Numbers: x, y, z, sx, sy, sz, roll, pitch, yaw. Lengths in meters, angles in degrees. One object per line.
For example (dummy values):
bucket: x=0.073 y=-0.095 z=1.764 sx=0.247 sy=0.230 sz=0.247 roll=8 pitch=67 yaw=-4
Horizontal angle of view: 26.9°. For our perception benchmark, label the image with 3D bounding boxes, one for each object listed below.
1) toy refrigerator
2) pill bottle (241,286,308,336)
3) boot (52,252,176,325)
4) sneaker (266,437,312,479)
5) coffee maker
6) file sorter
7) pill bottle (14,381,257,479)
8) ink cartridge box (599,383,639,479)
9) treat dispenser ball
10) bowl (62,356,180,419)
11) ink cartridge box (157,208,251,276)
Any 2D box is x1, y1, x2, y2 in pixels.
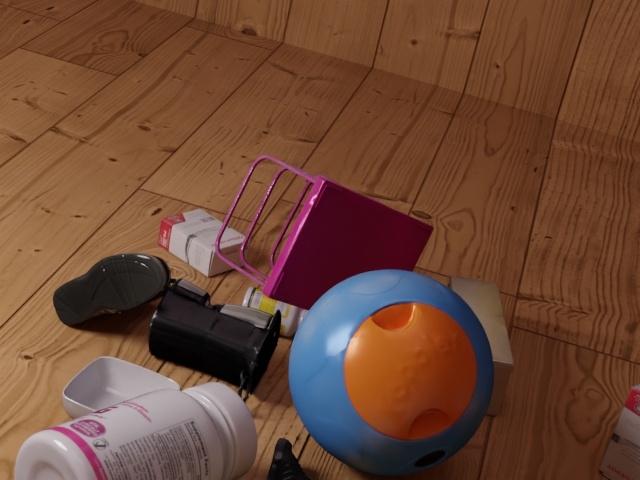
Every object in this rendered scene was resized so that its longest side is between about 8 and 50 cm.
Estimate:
toy refrigerator: x=0.255 y=0.169 z=2.205 sx=0.094 sy=0.102 sz=0.269 roll=12 pitch=25 yaw=-4
pill bottle: x=-0.069 y=0.121 z=2.189 sx=0.116 sy=0.065 sz=0.065 roll=16 pitch=26 yaw=5
boot: x=-0.282 y=0.060 z=2.084 sx=0.236 sy=0.085 sz=0.178 roll=-21 pitch=-3 yaw=37
sneaker: x=-0.031 y=0.335 z=1.792 sx=0.089 sy=0.051 sz=0.170 roll=14 pitch=30 yaw=1
coffee maker: x=-0.167 y=0.150 z=2.019 sx=0.178 sy=0.120 sz=0.171 roll=17 pitch=26 yaw=10
file sorter: x=0.000 y=0.000 z=2.214 sx=0.291 sy=0.202 sz=0.182 roll=21 pitch=7 yaw=-47
pill bottle: x=-0.224 y=0.278 z=1.682 sx=0.160 sy=0.160 sz=0.283 roll=32 pitch=30 yaw=33
ink cartridge box: x=0.496 y=0.302 z=1.994 sx=0.109 sy=0.150 sz=0.063 roll=32 pitch=27 yaw=34
treat dispenser ball: x=0.099 y=0.185 z=1.881 sx=0.288 sy=0.288 sz=0.288 roll=11 pitch=26 yaw=-5
bowl: x=-0.280 y=0.229 z=1.879 sx=0.142 sy=0.053 sz=0.142 roll=18 pitch=26 yaw=12
ink cartridge box: x=-0.206 y=0.003 z=2.371 sx=0.135 sy=0.056 sz=0.099 roll=31 pitch=31 yaw=33
